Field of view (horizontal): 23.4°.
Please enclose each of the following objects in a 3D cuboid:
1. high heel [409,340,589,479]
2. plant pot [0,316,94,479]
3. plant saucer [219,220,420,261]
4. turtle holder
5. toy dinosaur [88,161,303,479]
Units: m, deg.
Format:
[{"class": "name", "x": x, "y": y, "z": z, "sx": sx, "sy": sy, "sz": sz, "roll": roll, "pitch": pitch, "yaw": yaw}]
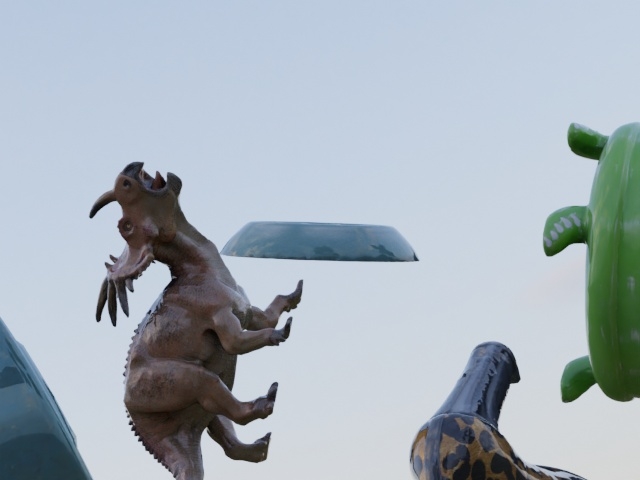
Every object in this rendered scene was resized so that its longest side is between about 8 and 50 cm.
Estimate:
[{"class": "high heel", "x": 0.146, "y": 0.222, "z": 1.119, "sx": 0.093, "sy": 0.261, "sz": 0.186, "roll": -21, "pitch": 14, "yaw": 28}, {"class": "plant pot", "x": -0.278, "y": 0.186, "z": 0.716, "sx": 0.334, "sy": 0.341, "sz": 0.341, "roll": -25, "pitch": -12, "yaw": -23}, {"class": "plant saucer", "x": 0.000, "y": 0.000, "z": 0.918, "sx": 0.119, "sy": 0.021, "sz": 0.119, "roll": 2, "pitch": 1, "yaw": 0}, {"class": "turtle holder", "x": 0.338, "y": 0.011, "z": 1.358, "sx": 0.228, "sy": 0.243, "sz": 0.320, "roll": 1, "pitch": 13, "yaw": 21}, {"class": "toy dinosaur", "x": -0.130, "y": 0.096, "z": 1.387, "sx": 0.200, "sy": 0.295, "sz": 0.127, "roll": 11, "pitch": -14, "yaw": 2}]
